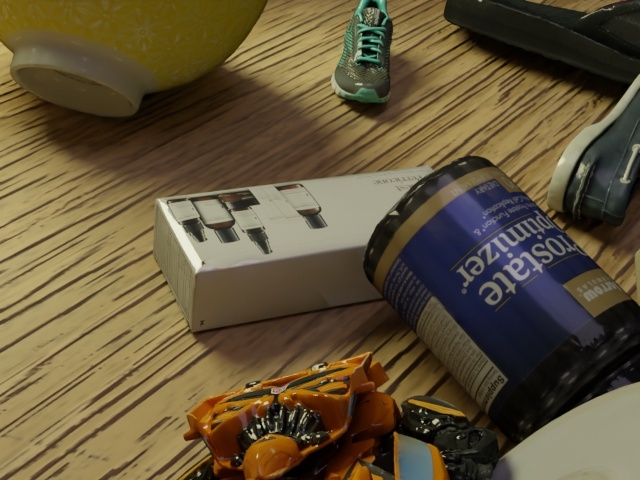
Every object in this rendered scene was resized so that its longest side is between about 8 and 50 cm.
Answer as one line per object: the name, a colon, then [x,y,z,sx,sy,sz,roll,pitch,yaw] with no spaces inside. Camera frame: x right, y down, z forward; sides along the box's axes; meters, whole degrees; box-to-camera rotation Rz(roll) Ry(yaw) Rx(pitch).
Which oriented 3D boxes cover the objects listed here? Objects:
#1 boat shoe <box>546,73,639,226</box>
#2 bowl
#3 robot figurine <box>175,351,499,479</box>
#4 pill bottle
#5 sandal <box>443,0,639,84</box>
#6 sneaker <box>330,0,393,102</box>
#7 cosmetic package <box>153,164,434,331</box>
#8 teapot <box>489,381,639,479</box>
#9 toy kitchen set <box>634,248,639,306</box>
boat shoe: [0.301,-0.093,0.974,0.079,0.095,0.254,27,40,25]
bowl: [-0.198,-0.202,0.924,0.289,0.289,0.156,12,78,3]
robot figurine: [-0.017,0.136,0.497,0.211,0.085,0.291,-17,13,9]
pill bottle: [0.139,0.057,0.692,0.122,0.123,0.219,-22,59,-37]
sandal: [0.354,-0.231,1.140,0.445,0.107,0.167,20,22,14]
sneaker: [0.047,-0.202,1.078,0.065,0.076,0.166,6,36,-4]
cosmetic package: [0.000,0.000,0.804,0.239,0.060,0.099,-9,41,-24]
teapot: [0.160,0.195,0.471,0.187,0.256,0.252,50,1,-6]
toy kitchen set: [0.323,0.090,0.713,0.166,0.122,0.207,7,67,-6]
